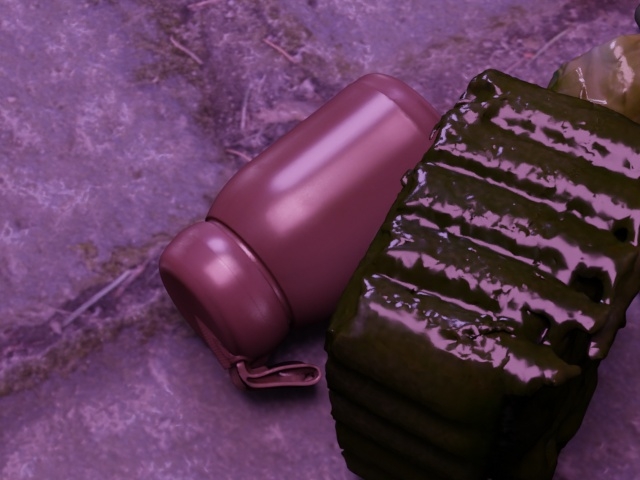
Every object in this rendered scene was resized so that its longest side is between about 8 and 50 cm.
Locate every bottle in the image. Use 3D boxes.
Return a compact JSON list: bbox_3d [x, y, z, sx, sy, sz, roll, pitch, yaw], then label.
[{"bbox_3d":[0.000,0.000,1.524,0.297,0.173,0.206,-38,94,-18],"label":"bottle"}]

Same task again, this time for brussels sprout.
[{"bbox_3d":[0.308,-0.127,1.584,0.152,0.149,0.122,-18,72,13],"label":"brussels sprout"}]

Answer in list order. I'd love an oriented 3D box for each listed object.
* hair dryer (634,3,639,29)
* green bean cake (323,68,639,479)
[{"bbox_3d":[0.415,-0.234,1.702,0.150,0.047,0.071,-12,55,-9],"label":"hair dryer"},{"bbox_3d":[0.163,0.059,1.375,0.218,0.319,0.335,26,67,18],"label":"green bean cake"}]
